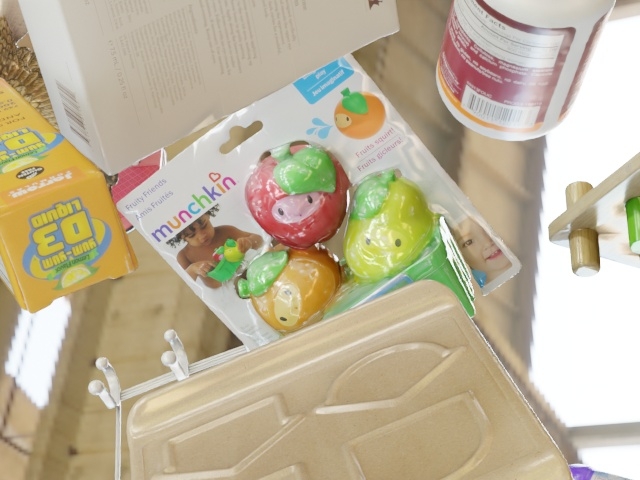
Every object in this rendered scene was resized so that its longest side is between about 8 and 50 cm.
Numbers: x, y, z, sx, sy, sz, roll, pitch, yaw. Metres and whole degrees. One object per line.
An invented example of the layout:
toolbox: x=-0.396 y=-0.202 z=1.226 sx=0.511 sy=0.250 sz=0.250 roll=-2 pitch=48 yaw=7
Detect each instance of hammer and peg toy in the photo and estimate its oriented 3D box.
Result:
hammer and peg toy: x=0.472 y=-0.053 z=1.666 sx=0.266 sy=0.361 sz=0.127 roll=15 pitch=-123 yaw=-23

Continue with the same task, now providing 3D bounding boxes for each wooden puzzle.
wooden puzzle: x=0.009 y=0.187 z=1.142 sx=0.348 sy=0.322 sz=0.080 roll=-115 pitch=2 yaw=-64

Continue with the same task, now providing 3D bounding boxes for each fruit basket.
fruit basket: x=0.000 y=0.000 z=1.619 sx=0.353 sy=0.327 sz=0.165 roll=48 pitch=-162 yaw=-24

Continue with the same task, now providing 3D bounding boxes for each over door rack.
over door rack: x=-0.186 y=0.219 z=1.946 sx=0.324 sy=0.239 sz=0.108 roll=-110 pitch=-2 yaw=-56

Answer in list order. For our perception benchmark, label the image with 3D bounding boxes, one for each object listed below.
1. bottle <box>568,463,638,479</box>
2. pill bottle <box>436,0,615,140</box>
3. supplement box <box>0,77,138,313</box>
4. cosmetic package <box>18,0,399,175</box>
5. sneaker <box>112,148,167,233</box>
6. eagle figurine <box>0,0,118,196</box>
bottle: x=0.357 y=0.287 z=1.345 sx=0.118 sy=0.282 sz=0.092 roll=47 pitch=-123 yaw=-65
pill bottle: x=0.300 y=-0.339 z=2.039 sx=0.392 sy=0.224 sz=0.224 roll=100 pitch=180 yaw=-59
supplement box: x=-0.202 y=-0.036 z=0.944 sx=0.078 sy=0.233 sz=0.080 roll=-23 pitch=-59 yaw=-19
cosmetic package: x=-0.100 y=-0.276 z=1.044 sx=0.284 sy=0.097 sz=0.377 roll=-28 pitch=-52 yaw=-22
sneaker: x=-0.236 y=-0.164 z=1.708 sx=0.136 sy=0.116 sz=0.314 roll=73 pitch=-152 yaw=-81
eagle figurine: x=-0.373 y=-0.144 z=1.599 sx=0.298 sy=0.226 sz=0.225 roll=51 pitch=164 yaw=42
